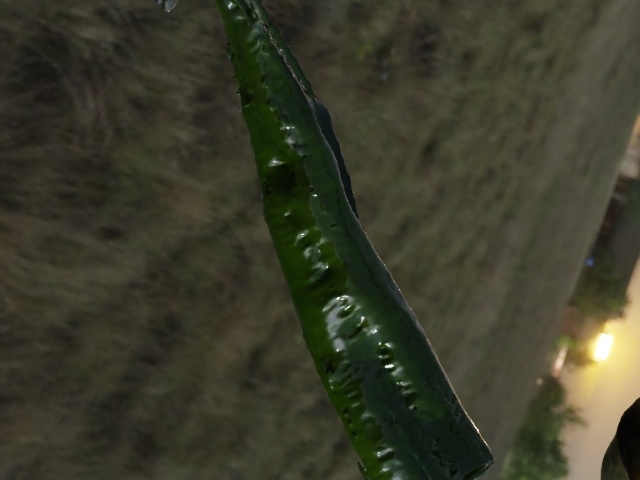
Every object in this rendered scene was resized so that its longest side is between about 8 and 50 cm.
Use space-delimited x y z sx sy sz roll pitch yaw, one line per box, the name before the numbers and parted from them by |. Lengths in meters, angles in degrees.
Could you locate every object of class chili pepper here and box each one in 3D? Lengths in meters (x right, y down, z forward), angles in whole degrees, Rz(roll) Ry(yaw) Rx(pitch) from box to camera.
chili pepper | 0.000 -0.001 0.789 0.085 0.359 0.076 -30 -171 -27

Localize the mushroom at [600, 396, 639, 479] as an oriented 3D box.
mushroom | 0.287 0.274 1.152 0.107 0.087 0.333 -54 143 -45
